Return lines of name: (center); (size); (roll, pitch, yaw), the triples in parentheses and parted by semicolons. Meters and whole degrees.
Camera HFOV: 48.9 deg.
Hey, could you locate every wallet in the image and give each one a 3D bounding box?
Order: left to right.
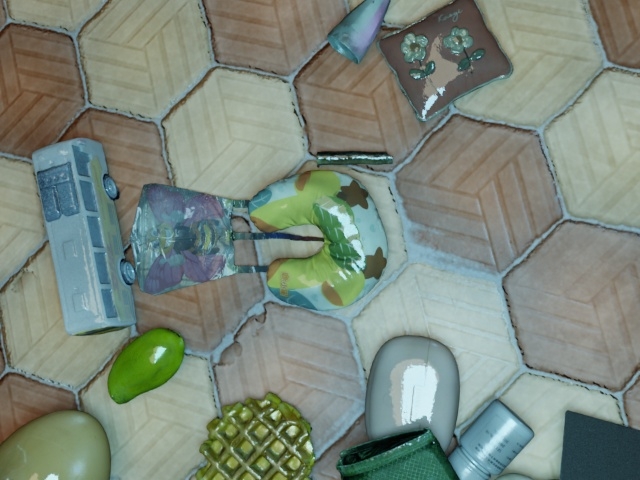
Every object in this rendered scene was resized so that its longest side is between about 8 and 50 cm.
wallet: (0.143, 0.394, 1.066); (0.160, 0.055, 0.236); (-23, 110, 18)

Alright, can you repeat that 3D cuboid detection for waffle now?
waffle: (-0.085, 0.381, 1.157); (0.249, 0.056, 0.253); (8, 85, 11)

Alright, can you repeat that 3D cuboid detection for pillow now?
pillow: (0.000, 0.000, 1.157); (0.214, 0.086, 0.233); (-13, 91, 9)
pillow: (0.204, -0.305, 1.157); (0.179, 0.075, 0.171); (-28, 79, 6)

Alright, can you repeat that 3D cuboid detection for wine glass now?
wine glass: (0.083, -0.382, 1.189); (0.073, 0.073, 0.155); (38, 93, 12)

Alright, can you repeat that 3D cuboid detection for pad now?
pad: (0.412, 0.370, 1.033); (0.143, 0.003, 0.211); (17, 69, -9)

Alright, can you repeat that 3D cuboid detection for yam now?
yam: (0.058, -0.139, 1.196); (0.130, 0.033, 0.027); (2, 58, 7)

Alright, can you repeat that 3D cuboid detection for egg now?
egg: (-0.446, 0.395, 1.154); (0.201, 0.201, 0.244); (27, 76, 12)

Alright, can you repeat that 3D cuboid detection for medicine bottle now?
medicine bottle: (0.258, 0.317, 1.083); (0.080, 0.080, 0.130); (41, 94, 12)

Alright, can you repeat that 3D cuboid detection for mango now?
mango: (-0.303, 0.217, 1.204); (0.165, 0.074, 0.091); (-45, 80, 4)

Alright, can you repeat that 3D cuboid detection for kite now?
kite: (-0.168, -0.010, 1.228); (0.361, 0.022, 0.204); (-3, 83, 11)

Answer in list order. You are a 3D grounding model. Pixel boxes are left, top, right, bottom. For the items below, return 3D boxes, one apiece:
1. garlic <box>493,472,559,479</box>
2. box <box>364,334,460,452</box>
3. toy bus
garlic: (0.326, 0.411, 1.047); (0.175, 0.099, 0.124); (20, 82, -4)
box: (0.144, 0.250, 1.107); (0.146, 0.088, 0.200); (6, 87, 10)
toy bus: (-0.407, -0.007, 1.215); (0.097, 0.138, 0.342); (-15, 84, 12)
